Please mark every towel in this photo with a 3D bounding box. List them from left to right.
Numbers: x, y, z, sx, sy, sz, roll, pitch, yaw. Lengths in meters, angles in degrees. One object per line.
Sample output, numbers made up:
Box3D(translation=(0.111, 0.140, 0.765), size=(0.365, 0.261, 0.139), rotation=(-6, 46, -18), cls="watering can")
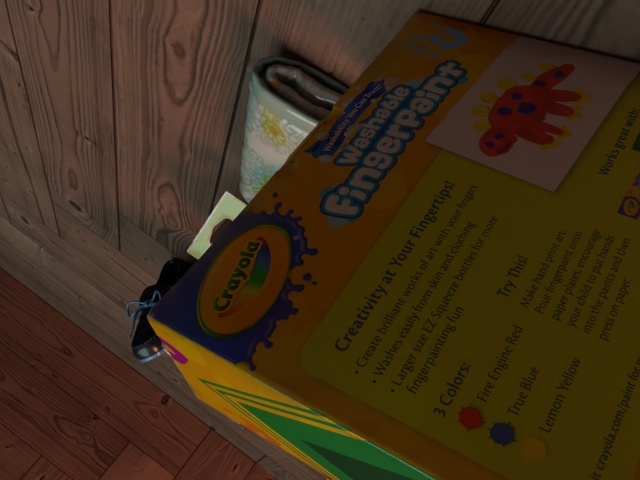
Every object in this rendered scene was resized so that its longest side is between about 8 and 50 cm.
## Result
Box3D(translation=(0.042, -0.061, 0.948), size=(0.374, 0.090, 0.320), rotation=(35, 150, 7), cls="towel")

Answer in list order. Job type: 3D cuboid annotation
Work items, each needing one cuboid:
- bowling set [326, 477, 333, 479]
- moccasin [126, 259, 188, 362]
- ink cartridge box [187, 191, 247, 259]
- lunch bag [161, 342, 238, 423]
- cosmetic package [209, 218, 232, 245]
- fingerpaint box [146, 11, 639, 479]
Box3D(translation=(0.149, 0.709, 1.681), size=(0.287, 0.199, 0.154), rotation=(21, 139, -23), cls="bowling set")
Box3D(translation=(-0.385, 0.156, 1.522), size=(0.342, 0.138, 0.116), rotation=(-96, -18, -68), cls="moccasin")
Box3D(translation=(-0.100, 0.023, 1.168), size=(0.235, 0.056, 0.171), rotation=(36, 124, -5), cls="ink cartridge box")
Box3D(translation=(-0.178, 0.228, 1.431), size=(0.213, 0.256, 0.305), rotation=(5, 137, 44), cls="lunch bag")
Box3D(translation=(-0.116, 0.060, 1.285), size=(0.239, 0.099, 0.060), rotation=(45, 151, -14), cls="cosmetic package")
Box3D(translation=(0.145, 0.017, 0.578), size=(0.371, 0.444, 0.163), rotation=(23, 148, 24), cls="fingerpaint box")
